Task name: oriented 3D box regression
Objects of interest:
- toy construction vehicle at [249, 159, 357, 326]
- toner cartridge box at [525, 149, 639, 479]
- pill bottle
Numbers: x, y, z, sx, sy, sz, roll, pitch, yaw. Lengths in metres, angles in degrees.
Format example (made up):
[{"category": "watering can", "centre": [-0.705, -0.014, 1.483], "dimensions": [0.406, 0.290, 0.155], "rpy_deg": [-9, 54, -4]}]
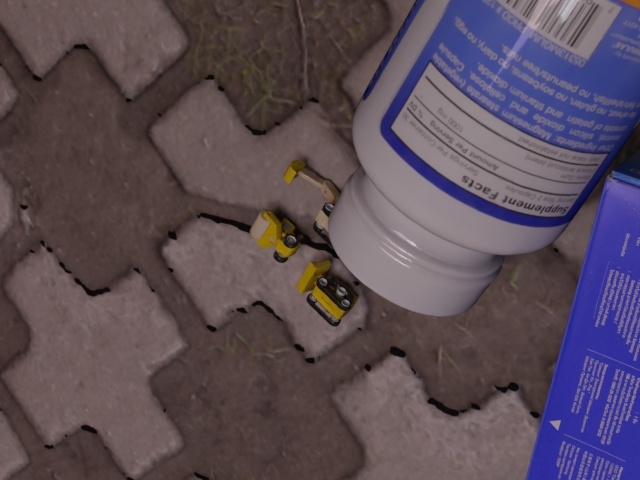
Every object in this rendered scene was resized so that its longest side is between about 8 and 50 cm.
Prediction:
[{"category": "toy construction vehicle", "centre": [0.000, 0.000, 1.008], "dimensions": [0.098, 0.035, 0.086], "rpy_deg": [42, 134, 16]}, {"category": "toner cartridge box", "centre": [0.227, 0.131, 0.884], "dimensions": [0.165, 0.075, 0.348], "rpy_deg": [22, 117, 23]}, {"category": "pill bottle", "centre": [0.112, -0.088, 0.832], "dimensions": [0.152, 0.152, 0.272], "rpy_deg": [39, 123, 14]}]
